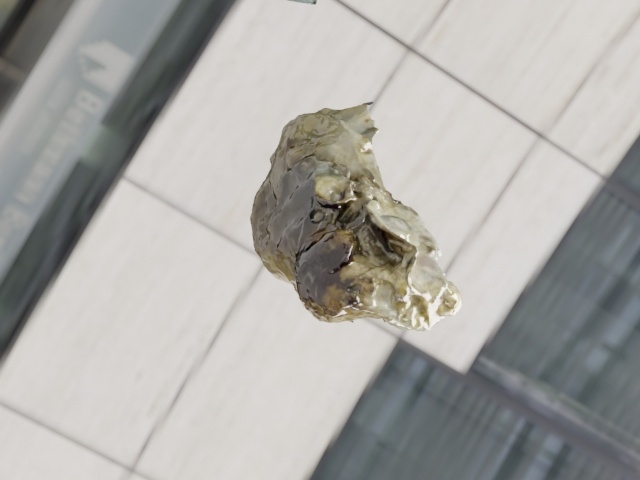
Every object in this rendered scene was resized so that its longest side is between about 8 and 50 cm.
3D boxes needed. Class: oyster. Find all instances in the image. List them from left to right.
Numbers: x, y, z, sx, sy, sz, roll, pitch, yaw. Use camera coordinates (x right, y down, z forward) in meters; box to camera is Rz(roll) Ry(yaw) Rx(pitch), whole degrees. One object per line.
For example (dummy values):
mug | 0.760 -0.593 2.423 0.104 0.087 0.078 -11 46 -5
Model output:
oyster | 0.008 -0.007 1.342 0.233 0.107 0.162 44 -54 43

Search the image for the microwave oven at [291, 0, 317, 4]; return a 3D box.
microwave oven | -0.039 -0.336 1.551 0.208 0.122 0.162 109 -14 -51
